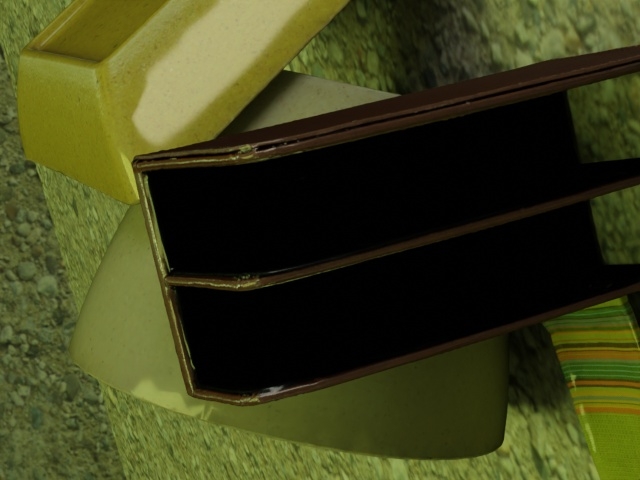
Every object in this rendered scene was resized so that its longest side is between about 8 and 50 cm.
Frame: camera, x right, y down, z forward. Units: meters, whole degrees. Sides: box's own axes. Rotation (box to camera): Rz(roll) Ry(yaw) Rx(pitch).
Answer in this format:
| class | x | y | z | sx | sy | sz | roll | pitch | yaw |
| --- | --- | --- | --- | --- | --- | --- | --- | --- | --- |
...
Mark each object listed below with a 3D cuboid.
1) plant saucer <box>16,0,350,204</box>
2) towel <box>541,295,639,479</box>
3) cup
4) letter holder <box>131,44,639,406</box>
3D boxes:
| class | x | y | z | sx | sy | sz | roll | pitch | yaw |
| --- | --- | --- | --- | --- | --- | --- | --- | --- | --- |
| plant saucer | -0.095 | -0.188 | 1.148 | 0.081 | 0.333 | 0.332 | 49 | 168 | -24 |
| towel | 0.210 | 0.146 | 1.009 | 0.102 | 0.021 | 0.237 | -16 | 94 | 69 |
| cup | 0.000 | 0.000 | 1.120 | 0.331 | 0.331 | 0.237 | 25 | 103 | 63 |
| letter holder | 0.075 | -0.013 | 0.876 | 0.214 | 0.301 | 0.152 | -1 | 103 | 67 |
